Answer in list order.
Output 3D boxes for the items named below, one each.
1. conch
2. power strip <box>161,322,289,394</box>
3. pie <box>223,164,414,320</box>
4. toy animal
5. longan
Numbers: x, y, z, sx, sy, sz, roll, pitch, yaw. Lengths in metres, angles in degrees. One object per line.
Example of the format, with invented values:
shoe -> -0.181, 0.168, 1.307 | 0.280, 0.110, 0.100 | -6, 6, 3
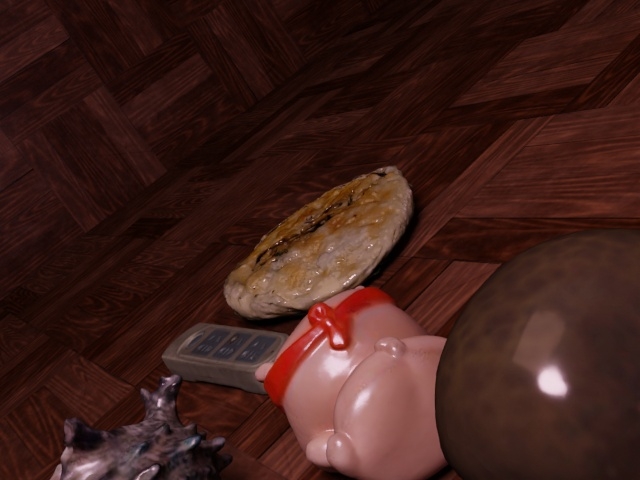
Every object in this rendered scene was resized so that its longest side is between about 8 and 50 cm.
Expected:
conch -> -0.200, 0.270, 0.710 | 0.313, 0.186, 0.240 | -68, 7, -29
power strip -> -0.115, 0.151, 1.032 | 0.080, 0.048, 0.286 | -45, 24, -28
pie -> 0.000, 0.000, 1.156 | 0.339, 0.077, 0.339 | -30, 20, 12
toy animal -> 0.040, 0.127, 0.695 | 0.171, 0.171, 0.198 | -38, 28, -13
longan -> 0.174, 0.089, 0.517 | 0.212, 0.198, 0.198 | -45, 22, -19
